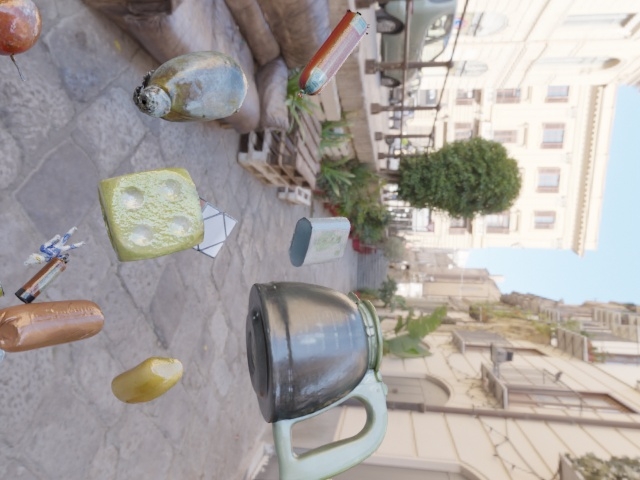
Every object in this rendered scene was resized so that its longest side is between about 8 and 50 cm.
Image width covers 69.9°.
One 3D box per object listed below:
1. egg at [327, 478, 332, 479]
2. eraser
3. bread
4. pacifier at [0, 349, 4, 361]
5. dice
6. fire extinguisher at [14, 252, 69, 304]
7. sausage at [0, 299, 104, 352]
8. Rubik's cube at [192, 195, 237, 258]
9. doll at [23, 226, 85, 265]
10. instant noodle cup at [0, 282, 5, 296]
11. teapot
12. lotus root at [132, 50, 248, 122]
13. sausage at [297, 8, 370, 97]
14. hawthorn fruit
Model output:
[{"bbox_3d":[-0.003,0.692,1.220,0.140,0.118,0.116,59,-18,-12],"label":"egg"},{"bbox_3d":[0.000,0.000,1.603,0.227,0.081,0.174,-5,117,-51],"label":"eraser"},{"bbox_3d":[-0.515,0.425,1.369,0.147,0.217,0.098,20,46,-51],"label":"bread"},{"bbox_3d":[-1.227,0.388,1.567,0.238,0.226,0.287,-13,117,-37],"label":"pacifier"},{"bbox_3d":[-0.345,-0.054,0.932,0.169,0.169,0.166,7,-70,61],"label":"dice"},{"bbox_3d":[-0.771,0.098,1.290,0.050,0.062,0.177,48,54,-22],"label":"fire extinguisher"},{"bbox_3d":[-0.730,0.225,1.236,0.304,0.121,0.121,10,82,-73],"label":"sausage"},{"bbox_3d":[-0.532,-0.074,2.012,0.207,0.205,0.205,-58,141,-5],"label":"Rubik's cube"},{"bbox_3d":[-1.050,0.043,1.807,0.227,0.057,0.114,-37,144,-33],"label":"doll"},{"bbox_3d":[-1.032,0.120,1.348,0.144,0.182,0.182,-17,115,-36],"label":"instant noodle cup"},{"bbox_3d":[0.002,0.215,0.799,0.321,0.239,0.239,-109,-159,-43],"label":"teapot"},{"bbox_3d":[-0.152,-0.179,0.543,0.165,0.088,0.088,-33,129,-47],"label":"lotus root"},{"bbox_3d":[0.021,-0.463,1.166,0.264,0.083,0.083,-55,163,-11],"label":"sausage"},{"bbox_3d":[-1.146,-0.781,1.638,0.263,0.235,0.231,-50,176,4],"label":"hawthorn fruit"}]
